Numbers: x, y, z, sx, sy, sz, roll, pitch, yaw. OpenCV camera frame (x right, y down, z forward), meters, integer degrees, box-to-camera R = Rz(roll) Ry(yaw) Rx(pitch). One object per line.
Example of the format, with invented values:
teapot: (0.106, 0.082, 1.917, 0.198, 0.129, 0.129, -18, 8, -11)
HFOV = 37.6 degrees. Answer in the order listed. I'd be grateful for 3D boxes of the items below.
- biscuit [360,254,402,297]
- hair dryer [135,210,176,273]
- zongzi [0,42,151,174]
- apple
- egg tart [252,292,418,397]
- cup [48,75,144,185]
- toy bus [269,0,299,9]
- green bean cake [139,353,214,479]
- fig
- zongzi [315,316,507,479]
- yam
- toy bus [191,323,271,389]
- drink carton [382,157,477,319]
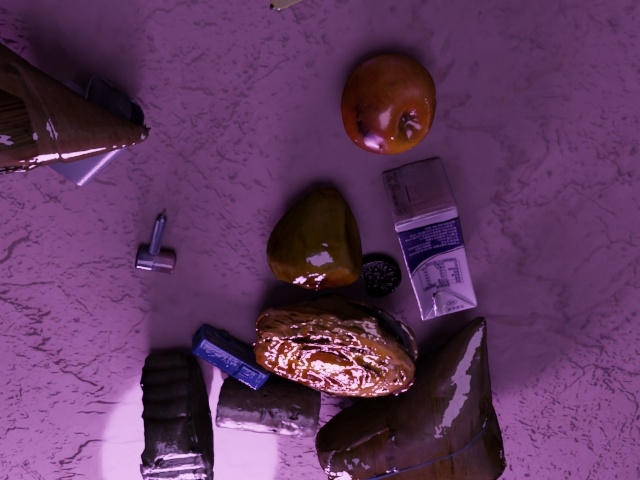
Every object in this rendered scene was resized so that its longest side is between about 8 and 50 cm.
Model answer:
biscuit: (0.096, 0.061, 1.607, 0.089, 0.027, 0.087, 11, 126, -16)
hair dryer: (-0.258, 0.000, 1.515, 0.063, 0.037, 0.114, 9, 121, -16)
zongzi: (-0.485, -0.302, 1.126, 0.466, 0.218, 0.500, -11, 126, -2)
apple: (0.096, -0.189, 1.336, 0.146, 0.146, 0.146, -3, 130, -4)
egg tart: (0.032, 0.172, 1.623, 0.297, 0.132, 0.297, 11, 143, 8)
cup: (-0.336, -0.163, 1.328, 0.128, 0.095, 0.129, 35, 119, -29)
toy bus: (-0.063, -0.380, 1.178, 0.088, 0.101, 0.175, -26, 129, 14)
green bean cake: (-0.257, 0.335, 1.667, 0.124, 0.223, 0.227, -6, 133, -2)
fig: (0.000, 0.000, 1.484, 0.154, 0.144, 0.166, 27, 121, 18)
zongzi: (0.147, 0.301, 1.720, 0.356, 0.174, 0.393, -9, 129, 6)
yam: (-0.100, 0.306, 1.737, 0.194, 0.107, 0.107, 7, 128, -11)
toy bus: (-0.157, 0.209, 1.672, 0.153, 0.061, 0.051, 34, 114, -17)
drink carton: (0.177, 0.001, 1.499, 0.101, 0.134, 0.222, -17, 130, 4)
